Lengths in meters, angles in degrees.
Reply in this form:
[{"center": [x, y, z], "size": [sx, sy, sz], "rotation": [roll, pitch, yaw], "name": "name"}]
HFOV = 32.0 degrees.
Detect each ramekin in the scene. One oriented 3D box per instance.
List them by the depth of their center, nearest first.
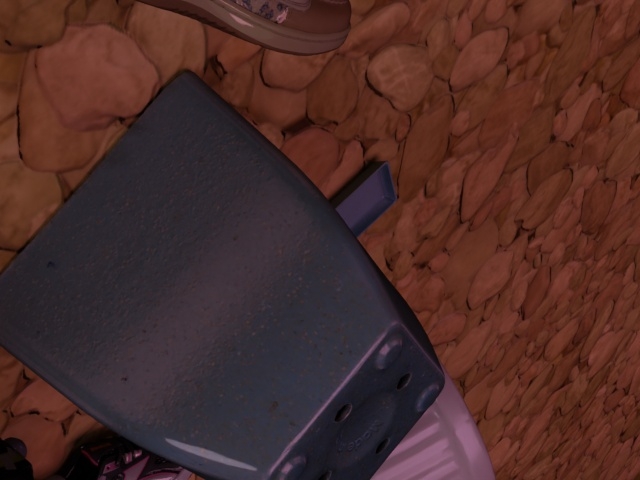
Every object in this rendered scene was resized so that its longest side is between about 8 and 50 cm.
[{"center": [0.038, 0.167, 1.071], "size": [0.127, 0.273, 0.273], "rotation": [-30, 144, -12], "name": "ramekin"}]

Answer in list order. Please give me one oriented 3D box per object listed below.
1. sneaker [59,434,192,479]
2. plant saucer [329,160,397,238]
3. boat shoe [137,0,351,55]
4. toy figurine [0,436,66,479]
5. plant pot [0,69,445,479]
[{"center": [-0.179, 0.203, 0.993], "size": [0.178, 0.072, 0.077], "rotation": [-42, 137, -28], "name": "sneaker"}, {"center": [0.000, 0.000, 1.078], "size": [0.192, 0.018, 0.067], "rotation": [-44, 147, -17], "name": "plant saucer"}, {"center": [-0.065, -0.191, 0.721], "size": [0.285, 0.104, 0.089], "rotation": [4, 120, -54], "name": "boat shoe"}, {"center": [-0.284, 0.237, 0.822], "size": [0.209, 0.148, 0.213], "rotation": [-50, 147, -18], "name": "toy figurine"}, {"center": [-0.053, 0.075, 0.857], "size": [0.248, 0.252, 0.247], "rotation": [-49, 149, -6], "name": "plant pot"}]
